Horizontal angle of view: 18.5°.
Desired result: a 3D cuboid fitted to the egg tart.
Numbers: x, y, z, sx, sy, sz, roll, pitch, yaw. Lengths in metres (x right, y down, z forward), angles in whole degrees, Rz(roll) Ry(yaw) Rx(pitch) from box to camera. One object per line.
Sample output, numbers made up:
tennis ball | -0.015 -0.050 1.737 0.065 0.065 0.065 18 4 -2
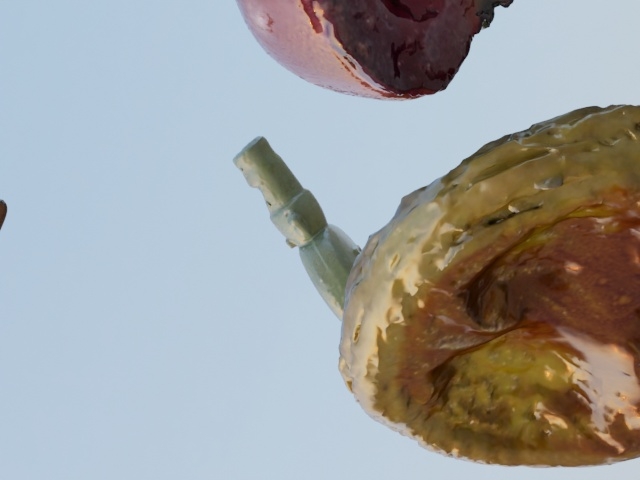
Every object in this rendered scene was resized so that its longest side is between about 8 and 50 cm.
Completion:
egg tart | 0.224 0.026 1.758 0.178 0.443 0.443 -103 1 -45

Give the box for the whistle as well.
whistle | 0.000 0.000 2.092 0.067 0.258 0.126 -37 5 7

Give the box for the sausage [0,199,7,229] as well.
sausage | -0.317 0.014 1.798 0.116 0.026 0.026 -65 -22 1

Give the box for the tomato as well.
tomato | 0.027 -0.282 1.654 0.335 0.176 0.289 -57 -49 -30
